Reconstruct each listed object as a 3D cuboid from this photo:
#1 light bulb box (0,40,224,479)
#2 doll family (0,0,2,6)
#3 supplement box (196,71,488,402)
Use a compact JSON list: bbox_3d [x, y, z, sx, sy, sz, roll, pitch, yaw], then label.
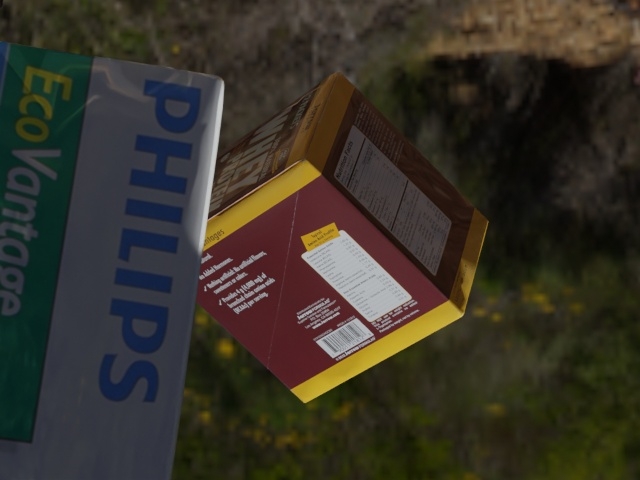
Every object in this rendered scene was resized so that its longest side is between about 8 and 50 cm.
[{"bbox_3d":[-0.199,0.100,1.000,0.225,0.358,0.361,9,168,-7],"label":"light bulb box"},{"bbox_3d":[-0.252,-0.134,1.017,0.111,0.076,0.193,-44,173,4],"label":"doll family"},{"bbox_3d":[0.000,0.000,1.543,0.191,0.129,0.194,-32,113,35],"label":"supplement box"}]
